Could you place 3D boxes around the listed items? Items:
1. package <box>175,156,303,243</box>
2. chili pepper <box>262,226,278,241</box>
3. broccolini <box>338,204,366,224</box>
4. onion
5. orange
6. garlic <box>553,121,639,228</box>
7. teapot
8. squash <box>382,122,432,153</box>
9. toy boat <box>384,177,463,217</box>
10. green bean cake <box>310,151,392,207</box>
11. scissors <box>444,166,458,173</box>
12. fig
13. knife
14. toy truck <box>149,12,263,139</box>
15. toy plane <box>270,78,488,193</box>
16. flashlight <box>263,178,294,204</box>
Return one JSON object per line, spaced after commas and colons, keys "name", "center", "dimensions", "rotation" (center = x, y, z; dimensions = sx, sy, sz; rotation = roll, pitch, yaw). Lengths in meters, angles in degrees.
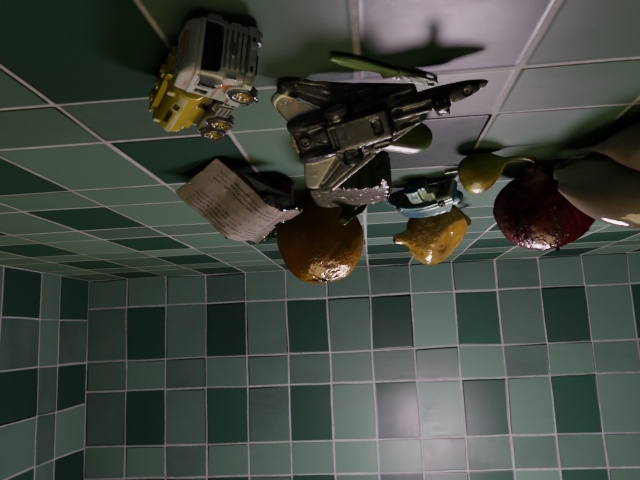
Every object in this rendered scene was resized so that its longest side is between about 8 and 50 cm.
{"name": "package", "center": [-0.195, -0.081, 1.313], "dimensions": [0.250, 0.062, 0.203], "rotation": [31, 138, -29]}
{"name": "chili pepper", "center": [-0.170, -0.030, 1.972], "dimensions": [0.073, 0.050, 0.182], "rotation": [15, 159, -42]}
{"name": "broccolini", "center": [0.082, -0.085, 1.378], "dimensions": [0.091, 0.203, 0.068], "rotation": [22, 133, 14]}
{"name": "onion", "center": [0.556, -0.096, 1.378], "dimensions": [0.252, 0.219, 0.252], "rotation": [-15, -153, 8]}
{"name": "orange", "center": [0.000, 0.000, 1.573], "dimensions": [0.264, 0.265, 0.264], "rotation": [-2, 170, 0]}
{"name": "garlic", "center": [0.646, -0.165, 1.131], "dimensions": [0.339, 0.232, 0.246], "rotation": [10, -137, 30]}
{"name": "teapot", "center": [0.351, -0.043, 1.742], "dimensions": [0.311, 0.167, 0.204], "rotation": [-24, 140, -34]}
{"name": "squash", "center": [0.106, -0.198, 1.006], "dimensions": [0.228, 0.066, 0.066], "rotation": [4, 168, -27]}
{"name": "toy boat", "center": [0.264, -0.126, 1.473], "dimensions": [0.215, 0.088, 0.102], "rotation": [-9, 135, 36]}
{"name": "green bean cake", "center": [0.068, -0.140, 1.243], "dimensions": [0.181, 0.094, 0.173], "rotation": [-3, 171, 5]}
{"name": "scissors", "center": [0.360, -0.176, 1.340], "dimensions": [0.119, 0.014, 0.058], "rotation": [-8, 169, 11]}
{"name": "fig", "center": [0.390, -0.165, 1.254], "dimensions": [0.166, 0.093, 0.093], "rotation": [-21, 173, -8]}
{"name": "knife", "center": [0.098, -0.252, 0.827], "dimensions": [0.207, 0.014, 0.030], "rotation": [3, 170, -31]}
{"name": "toy truck", "center": [-0.162, -0.212, 0.750], "dimensions": [0.114, 0.098, 0.227], "rotation": [9, 168, -25]}
{"name": "toy plane", "center": [0.097, -0.188, 0.851], "dimensions": [0.315, 0.204, 0.103], "rotation": [-10, -148, 23]}
{"name": "flashlight", "center": [-0.183, -0.108, 1.393], "dimensions": [0.231, 0.093, 0.093], "rotation": [-3, 170, 3]}
